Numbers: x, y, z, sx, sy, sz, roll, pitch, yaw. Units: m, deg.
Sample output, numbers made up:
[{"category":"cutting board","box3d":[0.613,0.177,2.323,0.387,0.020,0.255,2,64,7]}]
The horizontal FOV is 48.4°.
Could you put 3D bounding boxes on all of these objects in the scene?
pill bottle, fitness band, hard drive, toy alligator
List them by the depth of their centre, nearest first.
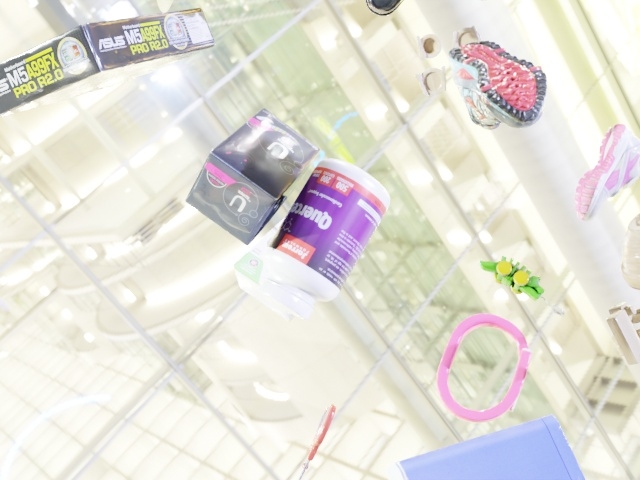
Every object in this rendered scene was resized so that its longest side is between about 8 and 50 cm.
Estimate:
[{"category":"hard drive","box3d":[0.265,0.386,1.022,0.318,0.210,0.040,-5,153,-32]},{"category":"toy alligator","box3d":[0.400,0.078,1.387,0.189,0.056,0.051,32,-108,20]},{"category":"pill bottle","box3d":[0.000,0.000,1.508,0.323,0.181,0.181,-59,-154,-10]},{"category":"fitness band","box3d":[0.411,0.320,1.797,0.209,0.054,0.291,18,-116,19]}]

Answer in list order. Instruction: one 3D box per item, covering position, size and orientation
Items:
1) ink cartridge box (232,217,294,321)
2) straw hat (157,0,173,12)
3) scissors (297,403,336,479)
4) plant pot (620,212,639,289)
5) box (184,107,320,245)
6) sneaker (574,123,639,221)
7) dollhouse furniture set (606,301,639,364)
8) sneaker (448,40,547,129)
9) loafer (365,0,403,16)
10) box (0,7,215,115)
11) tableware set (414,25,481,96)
[{"category":"ink cartridge box","box3d":[-0.073,0.058,1.967,0.198,0.115,0.273,31,-119,28]},{"category":"straw hat","box3d":[-0.380,-0.596,1.627,0.061,0.145,0.144,-3,-177,-31]},{"category":"scissors","box3d":[-0.030,0.539,1.745,0.297,0.021,0.109,-65,-177,-10]},{"category":"plant pot","box3d":[0.711,-0.011,1.453,0.237,0.110,0.237,-34,-173,5]},{"category":"box","box3d":[-0.137,-0.141,1.503,0.143,0.165,0.270,-54,-178,35]},{"category":"sneaker","box3d":[0.727,-0.155,1.766,0.103,0.111,0.252,-96,-151,-71]},{"category":"dollhouse furniture set","box3d":[0.700,0.227,1.668,0.151,0.144,0.123,-26,179,-40]},{"category":"sneaker","box3d":[0.295,-0.233,1.160,0.104,0.125,0.262,-17,-145,0]},{"category":"loafer","box3d":[0.177,-0.630,1.507,0.303,0.109,0.095,-64,178,7]},{"category":"box","box3d":[-0.302,-0.245,0.972,0.216,0.060,0.270,-12,-165,28]},{"category":"tableware set","box3d":[0.295,-0.410,1.634,0.168,0.141,0.020,-5,-167,23]}]
